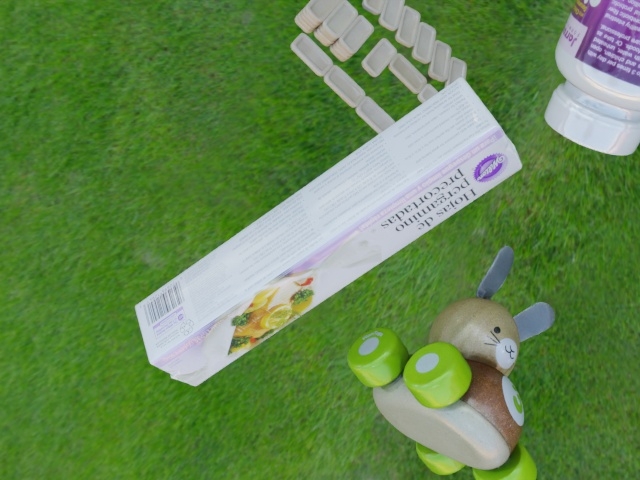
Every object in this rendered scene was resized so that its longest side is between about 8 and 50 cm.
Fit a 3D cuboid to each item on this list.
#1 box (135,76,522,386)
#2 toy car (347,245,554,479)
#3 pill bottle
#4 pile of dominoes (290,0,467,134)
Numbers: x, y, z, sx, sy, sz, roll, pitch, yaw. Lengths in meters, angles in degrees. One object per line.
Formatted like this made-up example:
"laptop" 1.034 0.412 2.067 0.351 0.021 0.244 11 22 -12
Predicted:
"box" 0.000 0.000 0.639 0.324 0.063 0.067 -35 51 10
"toy car" 0.148 0.103 0.733 0.149 0.188 0.155 7 139 55
"pill bottle" 0.389 -0.263 0.982 0.169 0.169 0.301 25 120 11
"pile of dominoes" 0.082 -0.243 1.108 0.251 0.196 0.040 43 152 -12
